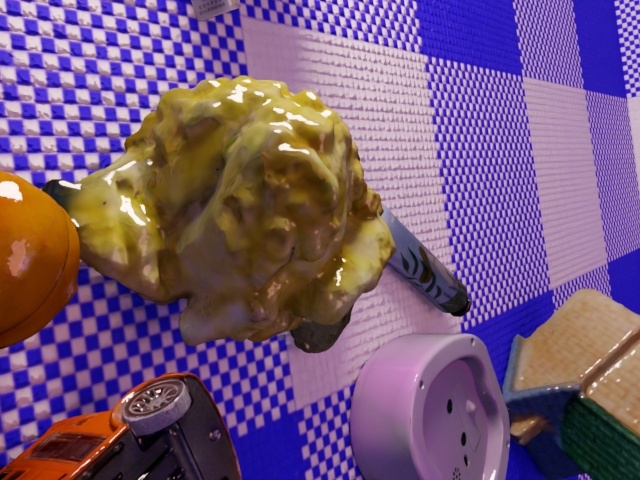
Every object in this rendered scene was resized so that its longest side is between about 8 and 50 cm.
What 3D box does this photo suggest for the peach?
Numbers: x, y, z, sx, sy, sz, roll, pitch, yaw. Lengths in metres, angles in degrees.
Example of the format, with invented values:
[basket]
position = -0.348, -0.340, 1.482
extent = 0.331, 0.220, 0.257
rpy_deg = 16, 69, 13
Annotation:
[peach]
position = -0.252, 0.018, 0.574
extent = 0.138, 0.138, 0.138
rpy_deg = 13, 73, -53

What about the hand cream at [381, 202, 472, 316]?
[hand cream]
position = 0.157, 0.043, 1.215
extent = 0.271, 0.058, 0.091
rpy_deg = 41, 49, -37

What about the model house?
[model house]
position = 0.574, 0.359, 1.490
extent = 0.342, 0.382, 0.335
rpy_deg = -40, 123, -10

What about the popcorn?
[popcorn]
position = -0.063, -0.022, 0.749
extent = 0.237, 0.292, 0.293
rpy_deg = 60, 38, -57

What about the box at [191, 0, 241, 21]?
[box]
position = -0.128, -0.297, 0.867
extent = 0.024, 0.054, 0.083
rpy_deg = -38, 114, -48

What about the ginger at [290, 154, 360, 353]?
[ginger]
position = -0.001, -0.005, 0.975
extent = 0.137, 0.089, 0.290
rpy_deg = 7, 82, -72

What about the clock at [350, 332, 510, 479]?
[clock]
position = 0.173, 0.300, 1.146
extent = 0.338, 0.102, 0.339
rpy_deg = 13, 74, -53

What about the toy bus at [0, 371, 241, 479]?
[toy bus]
position = -0.204, 0.238, 0.583
extent = 0.329, 0.153, 0.143
rpy_deg = -42, 120, -47
